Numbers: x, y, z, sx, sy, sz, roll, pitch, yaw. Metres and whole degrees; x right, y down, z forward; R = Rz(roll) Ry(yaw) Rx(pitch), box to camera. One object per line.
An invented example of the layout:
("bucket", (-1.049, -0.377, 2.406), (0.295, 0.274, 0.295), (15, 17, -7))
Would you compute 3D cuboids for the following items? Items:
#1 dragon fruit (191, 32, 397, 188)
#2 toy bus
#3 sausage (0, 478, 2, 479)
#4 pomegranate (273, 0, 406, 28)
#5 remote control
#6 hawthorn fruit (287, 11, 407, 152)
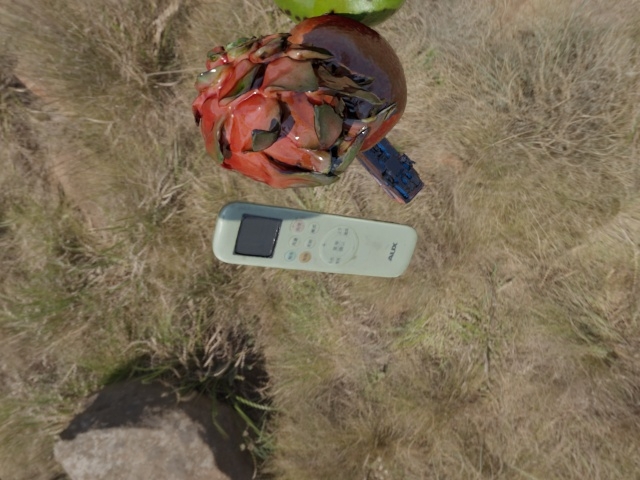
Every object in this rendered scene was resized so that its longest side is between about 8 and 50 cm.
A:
("dragon fruit", (-0.027, -0.099, 0.410), (0.130, 0.121, 0.142), (-47, 58, -1))
("toy bus", (0.104, -0.171, 1.069), (0.073, 0.096, 0.235), (-47, 106, -7))
("sausage", (-0.369, 0.088, 0.218), (0.501, 0.123, 0.136), (22, 141, -15))
("pomegranate", (0.024, -0.377, 0.718), (0.211, 0.263, 0.210), (-1, 114, -2))
("remote control", (0.000, -0.001, 0.763), (0.310, 0.038, 0.090), (8, 110, -29))
("hawthorn fruit", (0.021, -0.189, 0.662), (0.169, 0.188, 0.168), (5, 124, 7))
